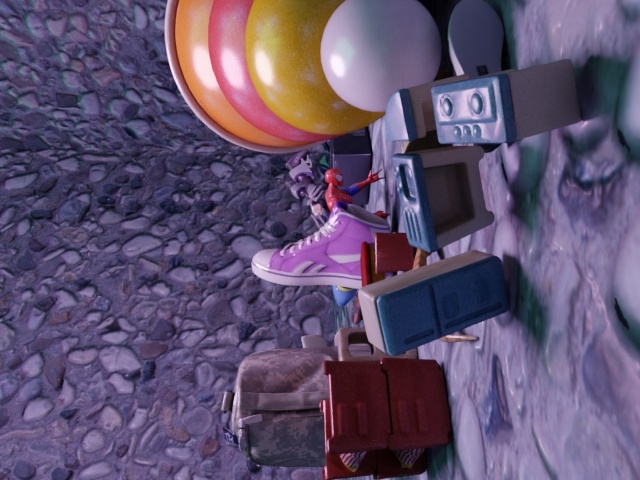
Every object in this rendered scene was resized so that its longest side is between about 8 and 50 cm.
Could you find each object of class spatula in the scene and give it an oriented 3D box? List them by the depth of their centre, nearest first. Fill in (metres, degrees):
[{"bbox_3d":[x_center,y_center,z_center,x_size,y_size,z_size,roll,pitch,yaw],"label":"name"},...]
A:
[{"bbox_3d":[0.059,0.271,1.304,0.019,0.168,0.242,-116,15,-57],"label":"spatula"}]

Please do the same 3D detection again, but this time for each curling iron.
[{"bbox_3d":[0.103,0.137,1.622,0.274,0.035,0.068,93,176,-59],"label":"curling iron"}]

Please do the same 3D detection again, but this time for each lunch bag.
[{"bbox_3d":[-0.006,0.284,1.110,0.256,0.305,0.213,92,175,-72],"label":"lunch bag"}]

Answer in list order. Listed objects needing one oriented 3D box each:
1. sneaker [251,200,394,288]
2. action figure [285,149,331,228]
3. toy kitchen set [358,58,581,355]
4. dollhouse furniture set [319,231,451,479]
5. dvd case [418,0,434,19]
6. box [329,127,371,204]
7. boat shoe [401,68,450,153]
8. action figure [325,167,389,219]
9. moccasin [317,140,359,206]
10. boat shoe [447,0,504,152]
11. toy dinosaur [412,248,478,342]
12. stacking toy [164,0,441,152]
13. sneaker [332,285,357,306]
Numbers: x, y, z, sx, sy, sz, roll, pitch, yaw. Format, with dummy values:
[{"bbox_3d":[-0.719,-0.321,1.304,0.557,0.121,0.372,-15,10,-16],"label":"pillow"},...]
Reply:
[{"bbox_3d":[0.001,0.000,1.202,0.102,0.282,0.161,-57,-35,-65],"label":"sneaker"},{"bbox_3d":[-0.004,-0.105,1.676,0.285,0.099,0.185,58,173,35],"label":"action figure"},{"bbox_3d":[0.101,-0.012,0.473,0.166,0.122,0.207,-157,51,-68],"label":"toy kitchen set"},{"bbox_3d":[0.073,0.141,0.929,0.201,0.152,0.374,93,175,-58],"label":"dollhouse furniture set"},{"bbox_3d":[0.118,-0.399,0.887,0.239,0.029,0.179,-99,2,-69],"label":"dvd case"},{"bbox_3d":[0.070,-0.194,1.568,0.158,0.093,0.156,-92,2,-47],"label":"box"},{"bbox_3d":[0.126,-0.127,0.761,0.048,0.056,0.153,-74,-13,-75],"label":"boat shoe"},{"bbox_3d":[0.098,-0.027,1.268,0.091,0.139,0.280,-105,-8,-69],"label":"action figure"},{"bbox_3d":[0.047,-0.208,1.812,0.342,0.116,0.138,-97,6,-48],"label":"moccasin"},{"bbox_3d":[0.137,-0.144,0.558,0.040,0.049,0.142,95,172,-71],"label":"boat shoe"},{"bbox_3d":[0.125,0.079,0.761,0.212,0.064,0.112,-95,5,-52],"label":"toy dinosaur"},{"bbox_3d":[0.011,-0.235,0.784,0.480,0.350,0.351,-134,40,-61],"label":"stacking toy"},{"bbox_3d":[0.068,0.071,1.561,0.209,0.069,0.082,-72,-6,-46],"label":"sneaker"}]
